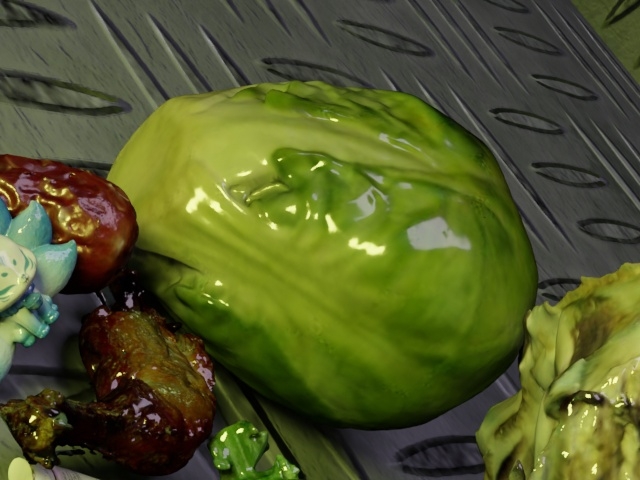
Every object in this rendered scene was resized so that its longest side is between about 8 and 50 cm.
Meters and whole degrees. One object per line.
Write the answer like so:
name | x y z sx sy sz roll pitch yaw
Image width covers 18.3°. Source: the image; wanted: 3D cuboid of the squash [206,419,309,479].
squash | 0.041 0.250 1.042 0.101 0.101 0.379 17 34 -53

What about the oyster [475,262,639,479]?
oyster | 0.147 0.161 1.154 0.114 0.351 0.238 12 30 0

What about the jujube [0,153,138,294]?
jujube | -0.168 -0.011 1.123 0.129 0.077 0.077 14 27 -6

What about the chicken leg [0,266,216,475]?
chicken leg | -0.108 0.084 1.096 0.106 0.051 0.253 46 13 -4

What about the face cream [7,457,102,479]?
face cream | -0.116 0.138 1.045 0.115 0.020 0.038 25 24 -45

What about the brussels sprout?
brussels sprout | 0.000 0.000 1.264 0.271 0.210 0.219 25 36 -19

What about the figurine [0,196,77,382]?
figurine | -0.188 0.015 1.047 0.114 0.079 0.114 3 85 -33
